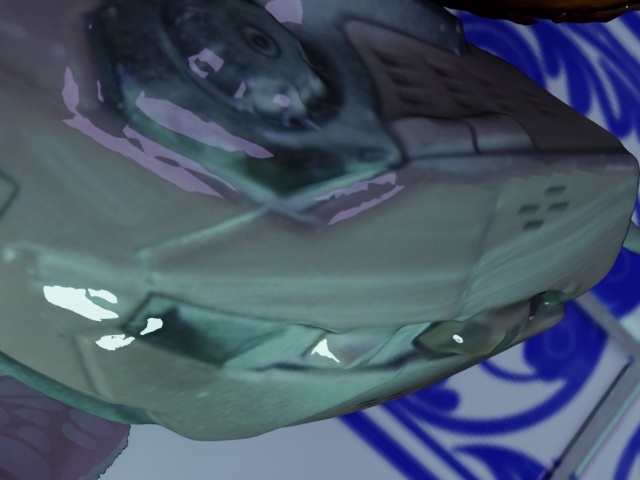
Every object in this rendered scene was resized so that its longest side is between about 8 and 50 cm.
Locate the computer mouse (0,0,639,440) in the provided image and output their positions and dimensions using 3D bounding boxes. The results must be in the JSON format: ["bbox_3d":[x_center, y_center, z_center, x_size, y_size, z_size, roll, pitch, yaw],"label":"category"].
[{"bbox_3d":[0.000,0.005,0.600,0.389,0.199,0.115,13,45,-36],"label":"computer mouse"}]

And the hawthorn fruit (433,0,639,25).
[{"bbox_3d":[0.094,-0.231,0.569,0.316,0.316,0.316,-2,94,-24],"label":"hawthorn fruit"}]

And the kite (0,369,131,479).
[{"bbox_3d":[-0.216,0.151,0.608,0.204,0.022,0.360,31,77,-23],"label":"kite"}]
